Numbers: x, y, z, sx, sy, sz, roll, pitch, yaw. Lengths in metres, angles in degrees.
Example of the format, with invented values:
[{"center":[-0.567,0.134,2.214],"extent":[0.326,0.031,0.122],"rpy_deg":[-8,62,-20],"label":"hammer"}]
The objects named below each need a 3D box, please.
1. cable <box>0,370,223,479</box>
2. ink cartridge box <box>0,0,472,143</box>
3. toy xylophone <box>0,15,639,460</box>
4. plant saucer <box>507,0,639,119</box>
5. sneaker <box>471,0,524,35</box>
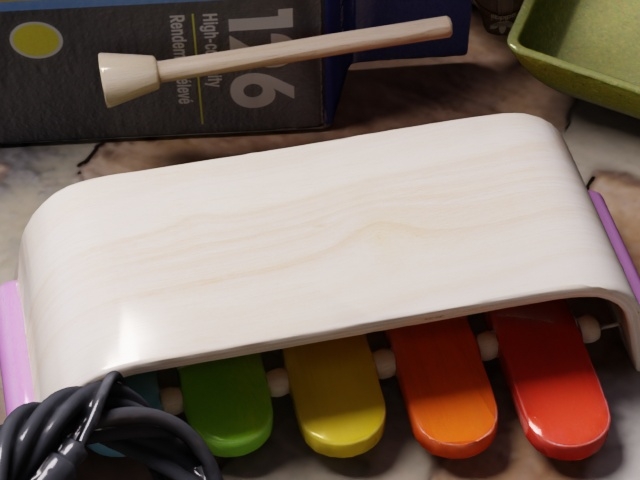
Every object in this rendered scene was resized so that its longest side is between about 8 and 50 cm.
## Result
[{"center":[-0.091,0.137,0.629],"extent":[0.150,0.047,0.185],"rpy_deg":[16,57,-32],"label":"cable"},{"center":[-0.067,-0.171,0.793],"extent":[0.307,0.304,0.072],"rpy_deg":[-3,50,-1],"label":"ink cartridge box"},{"center":[0.000,0.000,0.780],"extent":[0.322,0.081,0.236],"rpy_deg":[-3,49,-3],"label":"toy xylophone"},{"center":[0.213,-0.121,0.910],"extent":[0.188,0.045,0.188],"rpy_deg":[20,50,8],"label":"plant saucer"},{"center":[0.087,-0.180,0.972],"extent":[0.066,0.071,0.188],"rpy_deg":[-2,24,-3],"label":"sneaker"}]
